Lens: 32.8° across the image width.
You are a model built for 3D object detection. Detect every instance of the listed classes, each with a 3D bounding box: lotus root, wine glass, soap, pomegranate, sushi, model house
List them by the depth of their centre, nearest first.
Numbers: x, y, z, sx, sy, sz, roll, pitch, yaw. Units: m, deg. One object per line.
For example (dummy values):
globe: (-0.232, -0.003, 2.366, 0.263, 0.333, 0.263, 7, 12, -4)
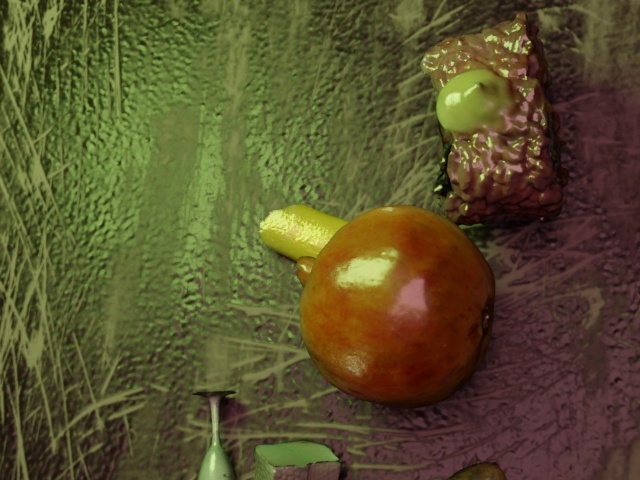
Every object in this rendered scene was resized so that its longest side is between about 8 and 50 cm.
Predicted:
pomegranate: (0.084, 0.079, 1.375, 0.271, 0.229, 0.251, 13, 86, 24)
lotus root: (0.190, 0.317, 1.380, 0.099, 0.054, 0.049, -21, 52, 3)
sushi: (0.222, -0.152, 1.406, 0.171, 0.236, 0.270, -7, 78, 17)
model house: (-0.032, 0.322, 1.411, 0.101, 0.088, 0.100, -1, 100, -22)
wine glass: (-0.140, 0.300, 1.441, 0.066, 0.066, 0.198, -4, 76, 9)
soap: (0.000, 0.000, 1.505, 0.169, 0.033, 0.089, 28, 80, 16)
